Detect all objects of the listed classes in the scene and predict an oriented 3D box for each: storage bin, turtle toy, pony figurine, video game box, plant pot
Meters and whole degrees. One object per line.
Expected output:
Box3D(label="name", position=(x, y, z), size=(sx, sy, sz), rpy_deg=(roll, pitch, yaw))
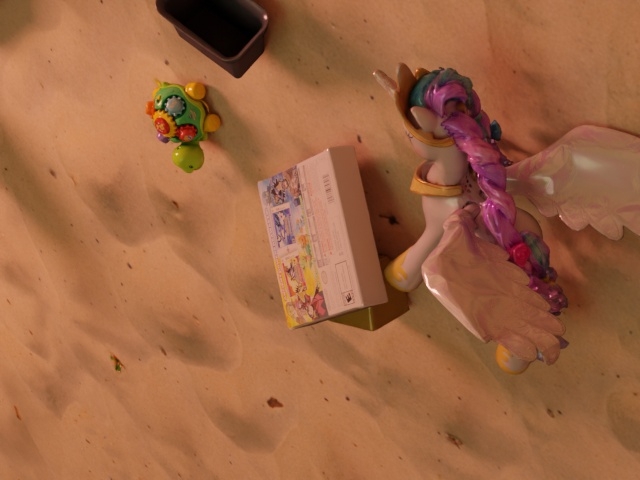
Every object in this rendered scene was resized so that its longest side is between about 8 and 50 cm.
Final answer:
Box3D(label="storage bin", position=(-0.125, -0.270, 1.887), size=(0.135, 0.098, 0.091), rpy_deg=(38, 169, 14))
Box3D(label="turtle toy", position=(-0.189, -0.156, 2.055), size=(0.095, 0.066, 0.130), rpy_deg=(-2, 120, 45))
Box3D(label="pony figurine", position=(0.197, -0.008, 1.674), size=(0.351, 0.303, 0.363), rpy_deg=(38, 157, 28))
Box3D(label="video game box", position=(0.000, 0.000, 1.940), size=(0.187, 0.048, 0.205), rpy_deg=(-20, 80, 54))
Box3D(label="plant pot", position=(0.060, 0.060, 1.988), size=(0.081, 0.081, 0.083), rpy_deg=(11, 116, 39))
